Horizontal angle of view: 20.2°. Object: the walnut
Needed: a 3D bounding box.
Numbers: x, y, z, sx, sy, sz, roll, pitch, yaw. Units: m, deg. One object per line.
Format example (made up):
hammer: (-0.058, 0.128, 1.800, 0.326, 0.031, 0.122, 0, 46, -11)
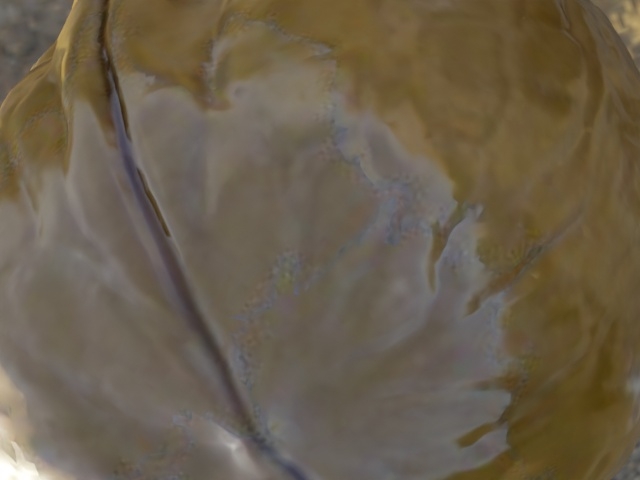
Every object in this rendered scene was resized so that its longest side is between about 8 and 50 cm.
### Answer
walnut: (0.000, 0.000, 0.411, 0.165, 0.197, 0.165, 5, 120, 8)
